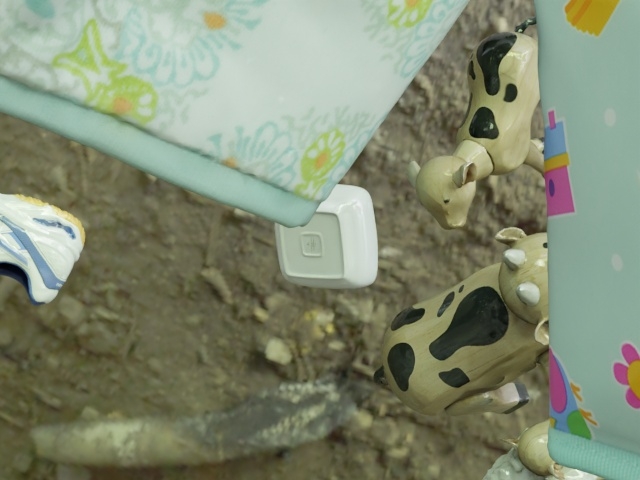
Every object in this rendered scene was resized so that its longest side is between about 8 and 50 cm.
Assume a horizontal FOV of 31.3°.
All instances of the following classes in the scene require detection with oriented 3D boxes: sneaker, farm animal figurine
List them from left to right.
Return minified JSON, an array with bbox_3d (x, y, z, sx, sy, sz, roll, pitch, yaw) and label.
[{"bbox_3d":[-0.454,-0.014,1.446,0.296,0.131,0.112,21,162,-7],"label":"sneaker"},{"bbox_3d":[0.153,0.024,0.863,0.172,0.330,0.327,9,130,-44],"label":"farm animal figurine"}]

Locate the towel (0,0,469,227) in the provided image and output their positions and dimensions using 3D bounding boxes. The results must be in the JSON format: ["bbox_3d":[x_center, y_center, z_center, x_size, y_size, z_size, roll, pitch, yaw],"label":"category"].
[{"bbox_3d":[-0.036,-0.184,0.724,0.320,0.090,0.374,-51,144,13],"label":"towel"}]

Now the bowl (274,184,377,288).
[{"bbox_3d":[0.000,0.000,1.503,0.142,0.053,0.142,3,107,28],"label":"bowl"}]

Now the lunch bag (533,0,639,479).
[{"bbox_3d":[0.184,-0.035,0.272,0.262,0.160,0.224,7,105,57],"label":"lunch bag"}]
